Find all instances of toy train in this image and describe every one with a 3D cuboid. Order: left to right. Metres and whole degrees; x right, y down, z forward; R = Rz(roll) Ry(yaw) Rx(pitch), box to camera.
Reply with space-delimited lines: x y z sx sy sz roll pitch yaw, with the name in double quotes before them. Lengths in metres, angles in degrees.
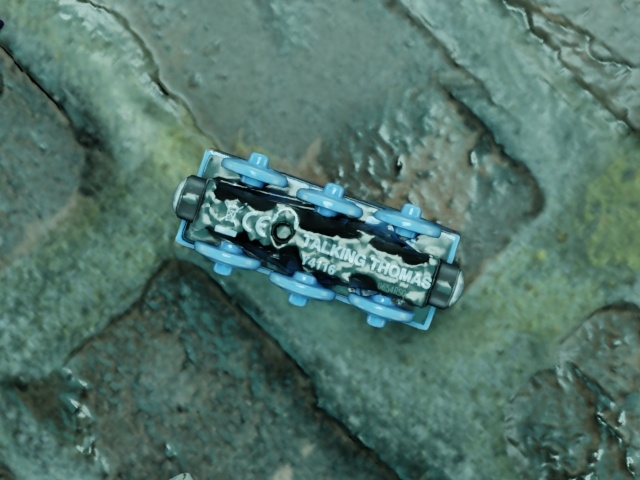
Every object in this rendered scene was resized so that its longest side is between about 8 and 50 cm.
"toy train" 0.000 0.000 1.175 0.184 0.105 0.080 18 93 3

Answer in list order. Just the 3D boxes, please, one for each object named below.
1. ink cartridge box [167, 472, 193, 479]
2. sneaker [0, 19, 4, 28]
"ink cartridge box" -0.115 0.318 1.243 0.197 0.114 0.272 -27 97 12
"sneaker" -0.301 -0.192 1.201 0.098 0.083 0.223 -39 104 1
